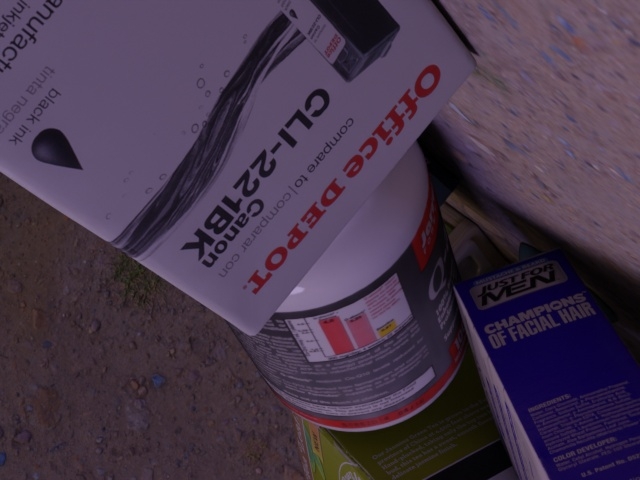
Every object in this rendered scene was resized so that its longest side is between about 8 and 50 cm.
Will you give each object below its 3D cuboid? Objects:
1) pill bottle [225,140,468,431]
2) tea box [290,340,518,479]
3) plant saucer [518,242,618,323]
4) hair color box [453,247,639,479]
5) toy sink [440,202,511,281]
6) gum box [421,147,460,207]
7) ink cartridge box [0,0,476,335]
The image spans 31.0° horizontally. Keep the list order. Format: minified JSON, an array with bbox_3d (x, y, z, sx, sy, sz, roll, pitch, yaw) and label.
[{"bbox_3d":[0.000,0.000,0.968,0.210,0.210,0.363,39,166,32],"label":"pill bottle"},{"bbox_3d":[0.152,0.310,1.185,0.323,0.220,0.329,40,146,51],"label":"tea box"},{"bbox_3d":[0.235,0.048,1.124,0.119,0.021,0.119,40,179,1],"label":"plant saucer"},{"bbox_3d":[0.210,0.174,0.881,0.339,0.110,0.185,-110,0,-59],"label":"hair color box"},{"bbox_3d":[0.112,0.033,1.332,0.234,0.153,0.131,40,179,32],"label":"toy sink"},{"bbox_3d":[0.038,-0.102,1.125,0.157,0.041,0.184,40,178,-18],"label":"gum box"},{"bbox_3d":[-0.072,-0.101,0.554,0.114,0.197,0.273,39,179,41],"label":"ink cartridge box"}]
